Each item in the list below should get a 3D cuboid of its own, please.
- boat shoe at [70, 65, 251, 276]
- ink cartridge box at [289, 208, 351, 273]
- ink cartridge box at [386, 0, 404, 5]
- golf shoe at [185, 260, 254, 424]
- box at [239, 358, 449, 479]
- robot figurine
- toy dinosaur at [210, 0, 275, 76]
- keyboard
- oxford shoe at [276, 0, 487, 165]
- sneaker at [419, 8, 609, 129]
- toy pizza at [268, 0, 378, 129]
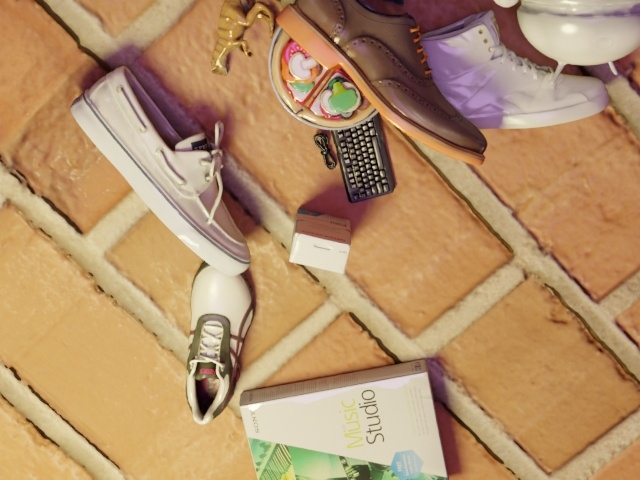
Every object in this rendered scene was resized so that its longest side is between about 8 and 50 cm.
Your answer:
[{"bbox_3d":[-0.203,-0.120,1.773,0.156,0.136,0.367,-40,94,10],"label":"boat shoe"},{"bbox_3d":[0.000,0.000,1.804,0.088,0.122,0.052,13,108,-3],"label":"ink cartridge box"},{"bbox_3d":[0.090,-0.520,1.659,0.165,0.065,0.333,15,108,-4],"label":"ink cartridge box"},{"bbox_3d":[-0.166,0.164,1.867,0.105,0.120,0.273,5,108,1],"label":"golf shoe"},{"bbox_3d":[0.042,0.341,1.956,0.322,0.058,0.232,-11,108,5],"label":"box"},{"bbox_3d":[0.378,-0.400,1.622,0.300,0.200,0.353,-7,109,-15],"label":"robot figurine"},{"bbox_3d":[-0.122,-0.342,1.721,0.112,0.064,0.211,9,108,-1],"label":"toy dinosaur"},{"bbox_3d":[0.047,-0.147,1.807,0.108,0.023,0.180,-13,107,5],"label":"keyboard"},{"bbox_3d":[0.114,-0.247,1.656,0.363,0.130,0.133,39,101,-6],"label":"oxford shoe"},{"bbox_3d":[0.282,-0.259,1.721,0.292,0.108,0.169,-4,112,4],"label":"sneaker"},{"bbox_3d":[0.022,-0.266,1.742,0.201,0.032,0.201,-2,102,-7],"label":"toy pizza"}]
